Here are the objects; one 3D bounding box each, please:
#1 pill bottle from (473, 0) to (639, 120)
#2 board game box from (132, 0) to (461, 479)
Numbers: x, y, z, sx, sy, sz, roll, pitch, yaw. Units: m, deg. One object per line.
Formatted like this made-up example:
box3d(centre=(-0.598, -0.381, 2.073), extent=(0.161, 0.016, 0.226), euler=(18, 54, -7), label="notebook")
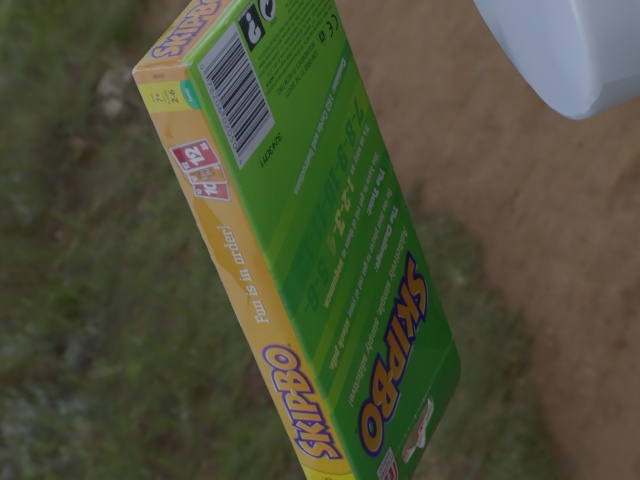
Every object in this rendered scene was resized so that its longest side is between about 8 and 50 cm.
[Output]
box3d(centre=(0.218, -0.199, 0.681), extent=(0.362, 0.210, 0.210), euler=(-26, 17, -4), label="pill bottle")
box3d(centre=(0.000, 0.000, 0.840), extent=(0.039, 0.259, 0.124), euler=(-5, 34, 31), label="board game box")
